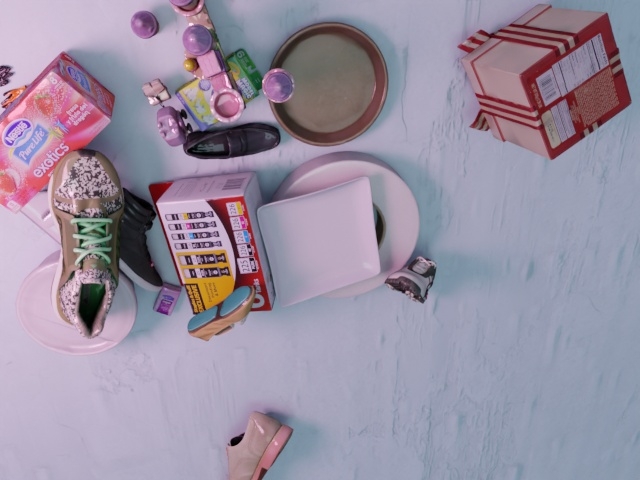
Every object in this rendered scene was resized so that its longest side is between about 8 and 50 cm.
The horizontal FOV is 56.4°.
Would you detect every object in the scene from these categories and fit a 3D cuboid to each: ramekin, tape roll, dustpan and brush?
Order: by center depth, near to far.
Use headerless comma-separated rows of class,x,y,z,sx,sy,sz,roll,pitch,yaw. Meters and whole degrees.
dustpan and brush,-0.579,-0.082,1.366,0.211,0.060,0.147,-37,118,9
ramekin,-0.578,0.136,1.444,0.272,0.127,0.273,-5,118,-9
tape roll,0.056,-0.031,1.506,0.391,0.072,0.393,-4,119,-8

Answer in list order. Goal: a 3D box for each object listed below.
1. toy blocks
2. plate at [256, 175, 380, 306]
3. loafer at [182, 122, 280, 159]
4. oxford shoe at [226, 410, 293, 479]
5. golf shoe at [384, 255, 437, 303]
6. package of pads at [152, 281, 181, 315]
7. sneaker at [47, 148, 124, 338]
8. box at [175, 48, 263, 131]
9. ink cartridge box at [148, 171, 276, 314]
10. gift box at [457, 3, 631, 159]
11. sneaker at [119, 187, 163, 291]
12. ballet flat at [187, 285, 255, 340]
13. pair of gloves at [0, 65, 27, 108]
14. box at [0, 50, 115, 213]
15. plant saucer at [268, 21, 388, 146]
toy blocks,-0.230,-0.353,1.140,0.308,0.260,0.289,-20,105,3
plate,0.000,0.000,1.427,0.277,0.045,0.278,-18,120,-14
loafer,-0.199,-0.219,1.355,0.223,0.078,0.076,-7,119,-7
oxford shoe,-0.224,0.663,1.812,0.146,0.140,0.397,35,115,8
golf shoe,0.238,0.090,1.524,0.105,0.273,0.120,29,92,14
package of pads,-0.396,0.150,1.540,0.050,0.032,0.083,21,112,-17
sneaker,-0.466,0.020,1.230,0.157,0.182,0.411,-6,113,-31
box,-0.216,-0.332,1.313,0.179,0.043,0.105,-33,118,5
ink cartridge box,-0.260,0.015,1.403,0.271,0.130,0.310,-5,119,11
gift box,0.461,-0.350,1.304,0.276,0.258,0.255,-30,119,-3
sneaker,-0.427,-0.001,1.415,0.146,0.104,0.296,-39,130,-8
ballet flat,-0.212,0.171,1.376,0.232,0.080,0.073,-29,124,34
pair of gloves,-0.661,-0.321,1.254,0.074,0.010,0.083,-32,116,8
box,-0.582,-0.224,1.235,0.300,0.154,0.142,-39,123,12
plant saucer,0.016,-0.350,1.348,0.277,0.041,0.278,-4,117,-9
